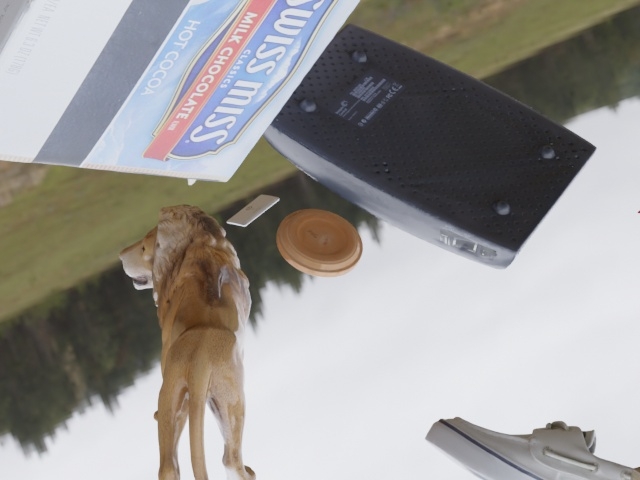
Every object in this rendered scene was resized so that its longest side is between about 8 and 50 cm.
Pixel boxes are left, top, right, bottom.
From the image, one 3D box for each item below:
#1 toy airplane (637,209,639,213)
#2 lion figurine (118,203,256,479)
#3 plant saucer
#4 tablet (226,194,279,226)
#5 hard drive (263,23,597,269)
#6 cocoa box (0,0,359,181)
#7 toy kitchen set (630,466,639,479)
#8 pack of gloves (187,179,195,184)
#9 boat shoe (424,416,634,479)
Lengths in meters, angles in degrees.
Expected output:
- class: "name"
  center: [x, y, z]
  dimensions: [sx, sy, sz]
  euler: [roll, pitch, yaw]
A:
- class: "toy airplane"
  center: [0.325, -0.059, 1.140]
  dimensions: [0.151, 0.028, 0.151]
  euler: [-23, 155, -11]
- class: "lion figurine"
  center: [-0.127, 0.122, 1.477]
  dimensions: [0.142, 0.240, 0.392]
  euler: [-2, -160, -15]
- class: "plant saucer"
  center: [0.000, 0.000, 1.299]
  dimensions: [0.083, 0.083, 0.013]
  euler: [-23, 147, -34]
- class: "tablet"
  center: [-0.112, -0.051, 2.283]
  dimensions: [0.083, 0.006, 0.054]
  euler: [-39, -150, -28]
- class: "hard drive"
  center: [0.087, -0.080, 1.175]
  dimensions: [0.172, 0.255, 0.054]
  euler: [-48, 159, -37]
- class: "cocoa box"
  center: [-0.105, -0.237, 0.911]
  dimensions: [0.228, 0.231, 0.347]
  euler: [5, 139, -38]
- class: "toy kitchen set"
  center: [0.323, 0.202, 1.178]
  dimensions: [0.083, 0.068, 0.075]
  euler: [-7, -159, -34]
- class: "pack of gloves"
  center: [-0.172, -0.226, 1.893]
  dimensions: [0.046, 0.232, 0.195]
  euler: [8, -144, 16]
- class: "boat shoe"
  center: [0.231, 0.213, 1.284]
  dimensions: [0.268, 0.088, 0.096]
  euler: [22, 170, 25]
